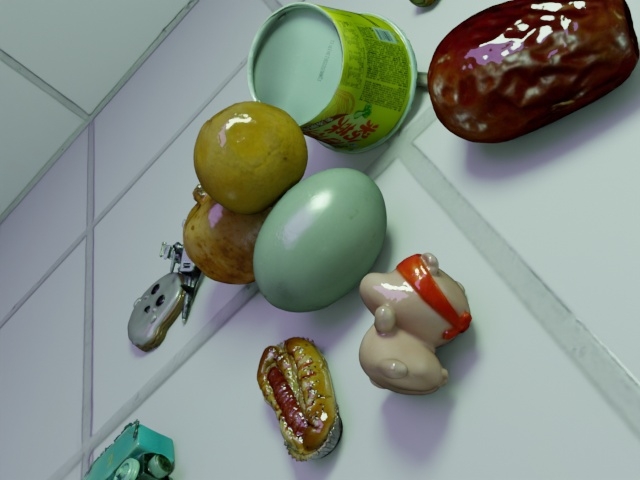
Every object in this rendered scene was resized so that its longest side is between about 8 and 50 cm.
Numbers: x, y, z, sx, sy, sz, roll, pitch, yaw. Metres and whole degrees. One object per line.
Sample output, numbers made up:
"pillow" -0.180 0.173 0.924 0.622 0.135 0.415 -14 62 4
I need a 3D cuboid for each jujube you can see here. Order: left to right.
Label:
"jujube" 0.326 -0.277 1.047 0.318 0.223 0.223 -13 49 33

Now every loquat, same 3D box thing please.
"loquat" -0.128 -0.148 1.192 0.208 0.208 0.208 -30 40 29

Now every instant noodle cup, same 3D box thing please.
"instant noodle cup" 0.007 -0.332 1.320 0.311 0.221 0.312 1 92 35

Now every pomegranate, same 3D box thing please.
"pomegranate" -0.169 -0.032 1.363 0.248 0.248 0.248 -30 40 29

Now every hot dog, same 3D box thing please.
"hot dog" -0.034 0.255 1.088 0.131 0.069 0.253 -45 36 9

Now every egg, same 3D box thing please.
"egg" 0.000 0.000 1.159 0.283 0.203 0.203 -54 34 -7

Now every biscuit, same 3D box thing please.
"biscuit" -0.406 0.165 1.624 0.181 0.049 0.208 22 78 54

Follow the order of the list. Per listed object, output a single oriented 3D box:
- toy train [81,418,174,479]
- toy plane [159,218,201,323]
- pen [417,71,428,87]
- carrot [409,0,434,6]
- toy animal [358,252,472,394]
"toy train" -0.368 0.460 1.261 0.203 0.112 0.163 -45 29 10
"toy plane" -0.307 0.065 1.567 0.192 0.088 0.262 -2 58 16
"pen" 0.213 -0.339 1.375 0.040 0.032 0.233 -34 31 -15
"carrot" 0.260 -0.632 1.541 0.087 0.087 0.193 -5 53 47
"toy animal" 0.132 0.118 0.944 0.171 0.171 0.198 1 62 50
